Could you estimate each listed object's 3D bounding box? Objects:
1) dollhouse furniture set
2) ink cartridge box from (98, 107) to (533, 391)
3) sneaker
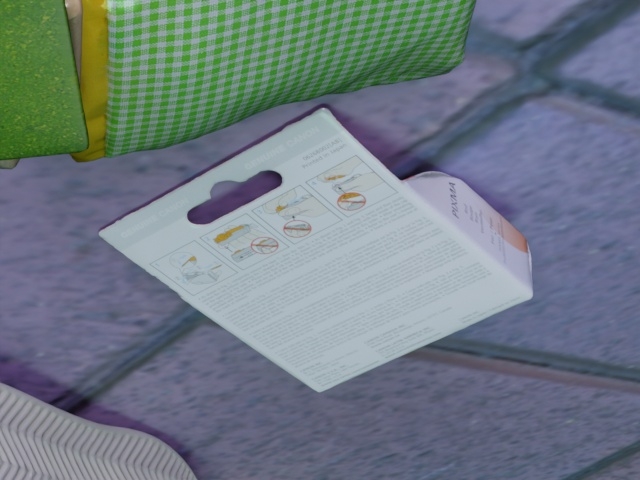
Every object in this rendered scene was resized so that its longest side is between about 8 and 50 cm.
[{"bbox_3d":[-0.021,-0.074,0.527,0.197,0.151,0.301,-9,154,-7],"label":"dollhouse furniture set"},{"bbox_3d":[0.000,0.000,0.829,0.145,0.045,0.179,-27,132,28],"label":"ink cartridge box"},{"bbox_3d":[-0.185,0.176,0.995,0.148,0.131,0.350,-14,149,19],"label":"sneaker"}]
